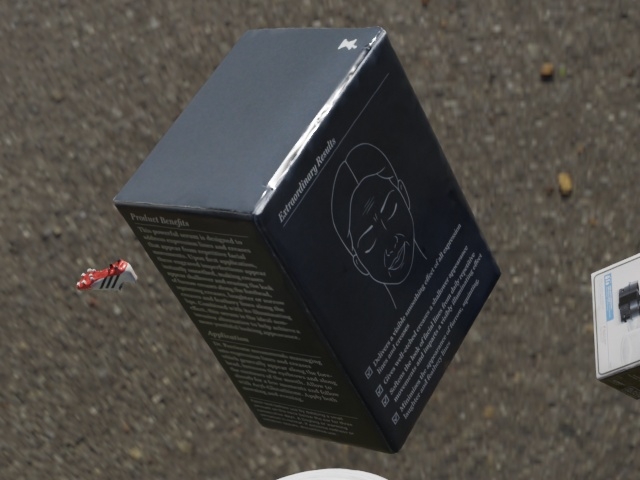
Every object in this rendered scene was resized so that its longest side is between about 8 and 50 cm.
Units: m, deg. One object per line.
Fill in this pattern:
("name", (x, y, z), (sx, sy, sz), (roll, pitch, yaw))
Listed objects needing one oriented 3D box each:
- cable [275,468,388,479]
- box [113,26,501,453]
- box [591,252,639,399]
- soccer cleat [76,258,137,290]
("cable", (-0.015, 0.314, 1.377), (0.257, 0.089, 0.257), (7, 46, 39))
("box", (0.000, 0.000, 1.750), (0.212, 0.395, 0.293), (6, 49, 38))
("box", (0.491, 0.078, 1.967), (0.290, 0.087, 0.169), (-26, 49, 41))
("soccer cleat", (-0.250, 0.047, 1.784), (0.083, 0.035, 0.029), (-22, 32, 32))
